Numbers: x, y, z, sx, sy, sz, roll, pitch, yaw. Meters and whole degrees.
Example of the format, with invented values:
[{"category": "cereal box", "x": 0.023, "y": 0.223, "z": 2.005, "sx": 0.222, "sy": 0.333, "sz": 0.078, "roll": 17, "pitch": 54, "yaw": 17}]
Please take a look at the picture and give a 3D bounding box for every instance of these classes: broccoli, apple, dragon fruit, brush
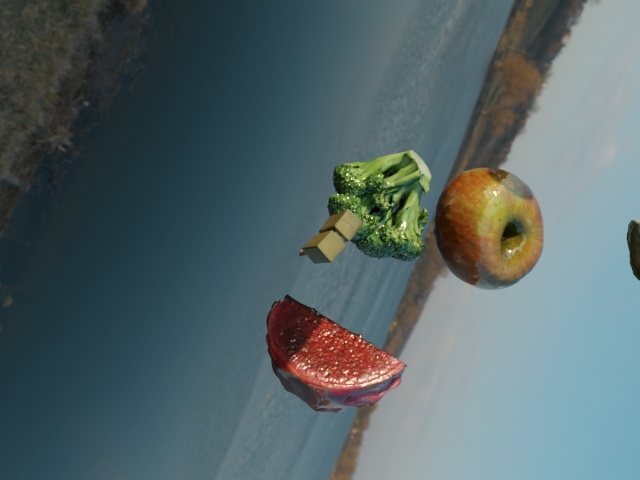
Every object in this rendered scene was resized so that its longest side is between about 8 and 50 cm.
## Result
[{"category": "broccoli", "x": 0.157, "y": -0.087, "z": 1.545, "sx": 0.275, "sy": 0.308, "sz": 0.308, "roll": -38, "pitch": -173, "yaw": 30}, {"category": "apple", "x": 0.423, "y": -0.031, "z": 1.640, "sx": 0.250, "sy": 0.277, "sz": 0.310, "roll": 10, "pitch": -96, "yaw": 65}, {"category": "dragon fruit", "x": -0.005, "y": 0.209, "z": 1.067, "sx": 0.189, "sy": 0.261, "sz": 0.163, "roll": -9, "pitch": 126, "yaw": -59}, {"category": "brush", "x": 0.000, "y": 0.000, "z": 1.296, "sx": 0.103, "sy": 0.047, "sz": 0.233, "roll": -49, "pitch": -169, "yaw": -17}]

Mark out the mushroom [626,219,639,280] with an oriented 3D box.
[{"category": "mushroom", "x": 0.732, "y": 0.013, "z": 1.184, "sx": 0.352, "sy": 0.260, "sz": 0.353, "roll": -7, "pitch": 90, "yaw": -77}]
